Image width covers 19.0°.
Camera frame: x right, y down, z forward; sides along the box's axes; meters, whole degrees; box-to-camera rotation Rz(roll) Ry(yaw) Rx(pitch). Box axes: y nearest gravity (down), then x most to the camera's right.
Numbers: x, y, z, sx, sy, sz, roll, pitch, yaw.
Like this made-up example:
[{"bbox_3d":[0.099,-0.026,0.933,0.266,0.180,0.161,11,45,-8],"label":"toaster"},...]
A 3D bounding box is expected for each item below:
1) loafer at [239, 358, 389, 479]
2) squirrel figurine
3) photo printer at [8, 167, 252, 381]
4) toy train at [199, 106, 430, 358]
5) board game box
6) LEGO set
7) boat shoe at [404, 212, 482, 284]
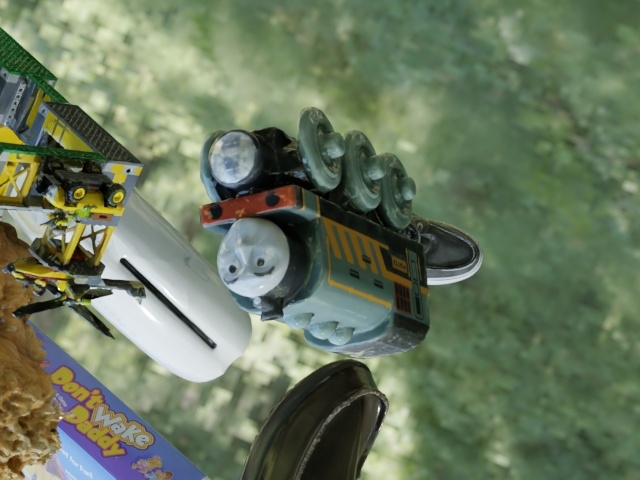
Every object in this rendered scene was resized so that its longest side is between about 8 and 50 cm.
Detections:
[{"bbox_3d":[-0.010,0.176,1.112,0.078,0.220,0.080,21,170,32],"label":"loafer"},{"bbox_3d":[-0.437,0.155,1.928,0.281,0.370,0.397,29,156,-35],"label":"squirrel figurine"},{"bbox_3d":[-0.201,0.004,1.873,0.256,0.107,0.307,46,177,-32],"label":"photo printer"},{"bbox_3d":[0.000,0.000,1.760,0.142,0.190,0.334,-13,164,22],"label":"toy train"},{"bbox_3d":[-0.257,0.270,2.123,0.078,0.233,0.347,-31,-125,-35],"label":"board game box"},{"bbox_3d":[-0.300,-0.040,1.464,0.331,0.192,0.255,37,-158,31],"label":"LEGO set"},{"bbox_3d":[0.085,-0.006,2.255,0.229,0.080,0.076,18,170,-4],"label":"boat shoe"}]
